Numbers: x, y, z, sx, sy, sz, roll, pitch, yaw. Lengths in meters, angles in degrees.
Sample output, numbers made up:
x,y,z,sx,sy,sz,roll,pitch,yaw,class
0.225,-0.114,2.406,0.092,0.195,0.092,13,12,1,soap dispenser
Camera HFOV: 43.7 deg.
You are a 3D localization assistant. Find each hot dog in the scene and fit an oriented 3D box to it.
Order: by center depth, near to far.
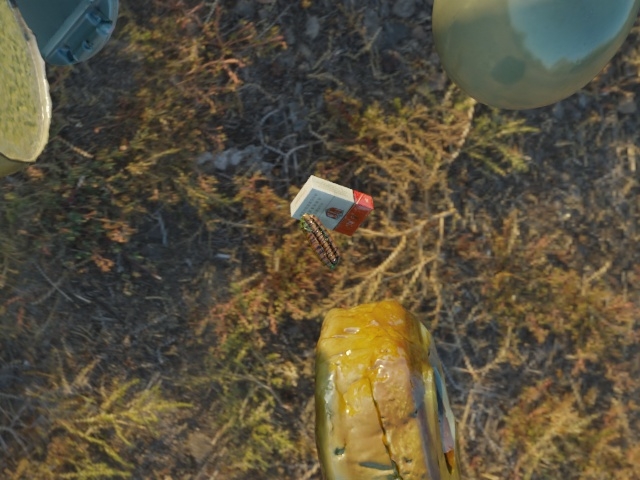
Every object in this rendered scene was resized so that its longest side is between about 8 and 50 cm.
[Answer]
x,y,z,sx,sy,sz,roll,pitch,yaw,class
0.000,0.000,1.568,0.049,0.037,0.122,-34,91,-20,hot dog

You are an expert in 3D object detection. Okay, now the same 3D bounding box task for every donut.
x,y,z,sx,sy,sz,roll,pitch,yaw,class
0.091,0.227,0.993,0.330,0.159,0.330,-20,90,-74,donut

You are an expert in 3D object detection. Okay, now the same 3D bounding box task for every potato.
x,y,z,sx,sy,sz,roll,pitch,yaw,class
-0.271,-0.133,0.570,0.081,0.164,0.201,-21,69,7,potato

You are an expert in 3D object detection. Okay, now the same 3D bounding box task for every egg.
x,y,z,sx,sy,sz,roll,pitch,yaw,class
0.241,-0.266,0.913,0.219,0.269,0.219,9,59,-16,egg

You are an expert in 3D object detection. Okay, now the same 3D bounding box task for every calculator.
x,y,z,sx,sy,sz,roll,pitch,yaw,class
-0.324,-0.295,0.844,0.246,0.141,0.045,45,38,-15,calculator

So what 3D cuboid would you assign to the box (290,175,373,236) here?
x,y,z,sx,sy,sz,roll,pitch,yaw,class
0.024,-0.073,1.724,0.152,0.100,0.048,19,45,-22,box
